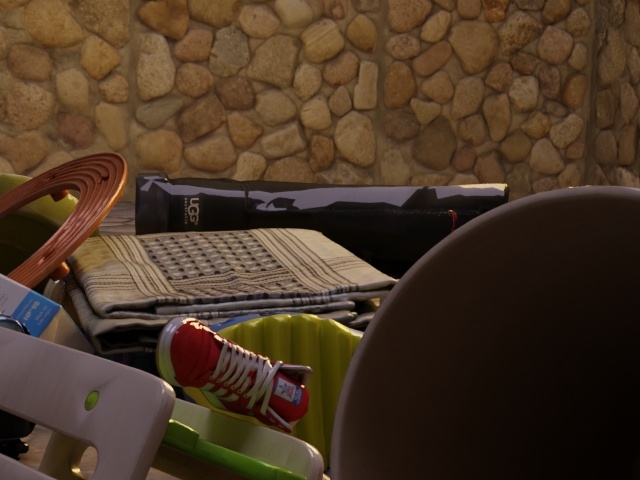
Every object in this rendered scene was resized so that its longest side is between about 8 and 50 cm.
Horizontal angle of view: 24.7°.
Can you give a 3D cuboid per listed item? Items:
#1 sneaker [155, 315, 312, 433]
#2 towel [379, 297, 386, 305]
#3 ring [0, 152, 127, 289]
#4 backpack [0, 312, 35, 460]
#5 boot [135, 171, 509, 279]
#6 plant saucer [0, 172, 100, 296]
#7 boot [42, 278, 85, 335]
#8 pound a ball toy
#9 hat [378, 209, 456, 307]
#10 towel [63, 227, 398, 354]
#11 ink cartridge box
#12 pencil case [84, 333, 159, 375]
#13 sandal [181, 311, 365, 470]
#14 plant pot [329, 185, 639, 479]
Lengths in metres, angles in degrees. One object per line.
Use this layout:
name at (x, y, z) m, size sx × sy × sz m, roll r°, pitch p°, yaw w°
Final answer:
sneaker at (-0.046, 0.078, 0.849) m, size 0.067 × 0.042 × 0.118 m, roll 13°, pitch -15°, yaw 26°
towel at (0.232, 0.096, 1.858) m, size 0.285 × 0.034 × 0.209 m, roll 3°, pitch 4°, yaw -15°
ring at (-0.343, 0.018, 1.576) m, size 0.336 × 0.032 × 0.336 m, roll -27°, pitch 24°, yaw 13°
backpack at (-0.315, 0.108, 1.168) m, size 0.158 × 0.117 × 0.173 m, roll 1°, pitch 4°, yaw -22°
boot at (0.000, 0.000, 1.879) m, size 0.445 × 0.146 × 0.367 m, roll -1°, pitch -6°, yaw -2°
plant saucer at (-0.394, 0.010, 1.811) m, size 0.241 × 0.241 × 0.037 m, roll 2°, pitch 51°, yaw -6°
boot at (-0.153, 0.077, 1.617) m, size 0.203 × 0.095 × 0.262 m, roll 9°, pitch 3°, yaw 43°
pound a ball toy at (-0.099, 0.159, 0.872) m, size 0.208 × 0.135 × 0.319 m, roll 30°, pitch -13°, yaw -38°
hat at (0.106, 0.047, 1.556) m, size 0.208 × 0.183 × 0.173 m, roll 8°, pitch 8°, yaw 43°
towel at (-0.100, 0.038, 1.488) m, size 0.312 × 0.056 × 0.324 m, roll -1°, pitch 16°, yaw -18°
ink cartridge box at (-0.309, 0.068, 1.351) m, size 0.180 × 0.060 × 0.104 m, roll 25°, pitch -20°, yaw 22°
pencil case at (-0.175, 0.104, 1.478) m, size 0.070 × 0.064 × 0.152 m, roll 27°, pitch 18°, yaw 28°
sandal at (0.027, 0.121, 1.213) m, size 0.317 × 0.126 × 0.138 m, roll 9°, pitch 0°, yaw -27°
plant pot at (0.182, 0.126, 0.768) m, size 0.256 × 0.256 × 0.274 m, roll 6°, pitch -8°, yaw 31°
